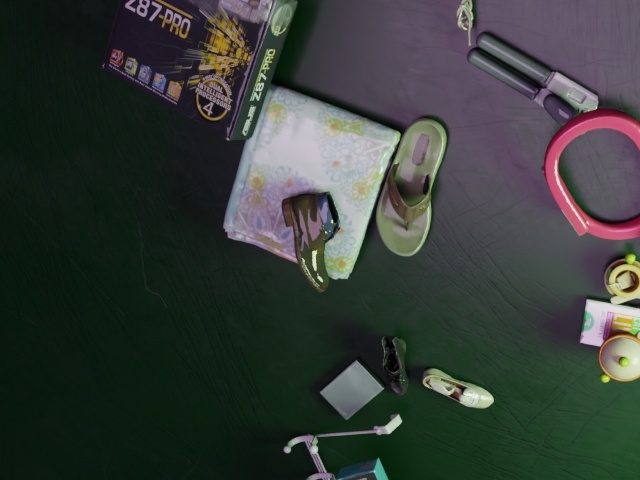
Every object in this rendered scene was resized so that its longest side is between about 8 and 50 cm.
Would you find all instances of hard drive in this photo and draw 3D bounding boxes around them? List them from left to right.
[{"bbox_3d":[0.076,0.353,2.004,0.094,0.022,0.135,46,115,2],"label":"hard drive"}]

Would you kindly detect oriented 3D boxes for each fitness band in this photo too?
[{"bbox_3d":[0.558,-0.121,1.634,0.209,0.054,0.291,-29,114,22],"label":"fitness band"}]

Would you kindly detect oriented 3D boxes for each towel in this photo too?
[{"bbox_3d":[-0.028,-0.124,1.867,0.321,0.090,0.374,22,112,9],"label":"towel"}]

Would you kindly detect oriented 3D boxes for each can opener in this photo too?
[{"bbox_3d":[0.417,-0.313,1.652,0.280,0.093,0.074,35,120,9],"label":"can opener"}]

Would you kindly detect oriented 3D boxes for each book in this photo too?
[{"bbox_3d":[0.623,0.178,1.758,0.144,0.035,0.096,9,104,18],"label":"book"}]

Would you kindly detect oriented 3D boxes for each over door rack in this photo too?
[{"bbox_3d":[0.083,0.560,1.994,0.324,0.108,0.239,-20,99,33],"label":"over door rack"}]

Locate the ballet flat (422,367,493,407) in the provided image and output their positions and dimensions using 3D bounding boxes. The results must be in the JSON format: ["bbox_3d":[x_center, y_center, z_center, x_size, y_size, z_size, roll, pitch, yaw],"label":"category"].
[{"bbox_3d":[0.307,0.343,1.903,0.168,0.052,0.057,21,111,12],"label":"ballet flat"}]

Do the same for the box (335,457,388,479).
[{"bbox_3d":[0.130,0.626,1.921,0.101,0.060,0.244,-20,99,19],"label":"box"}]

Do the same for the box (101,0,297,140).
[{"bbox_3d":[-0.268,-0.439,1.806,0.395,0.097,0.318,32,112,23],"label":"box"}]

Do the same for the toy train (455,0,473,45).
[{"bbox_3d":[0.222,-0.507,1.660,0.143,0.105,0.248,4,107,29],"label":"toy train"}]

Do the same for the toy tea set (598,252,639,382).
[{"bbox_3d":[0.653,0.138,1.658,0.200,0.124,0.336,1,97,19],"label":"toy tea set"}]

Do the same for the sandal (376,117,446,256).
[{"bbox_3d":[0.187,-0.111,1.786,0.120,0.086,0.302,12,107,7],"label":"sandal"}]

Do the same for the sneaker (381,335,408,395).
[{"bbox_3d":[0.167,0.288,1.916,0.051,0.089,0.170,3,106,19],"label":"sneaker"}]

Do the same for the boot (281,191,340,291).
[{"bbox_3d":[0.000,0.000,1.804,0.106,0.082,0.219,-17,99,24],"label":"boot"}]
